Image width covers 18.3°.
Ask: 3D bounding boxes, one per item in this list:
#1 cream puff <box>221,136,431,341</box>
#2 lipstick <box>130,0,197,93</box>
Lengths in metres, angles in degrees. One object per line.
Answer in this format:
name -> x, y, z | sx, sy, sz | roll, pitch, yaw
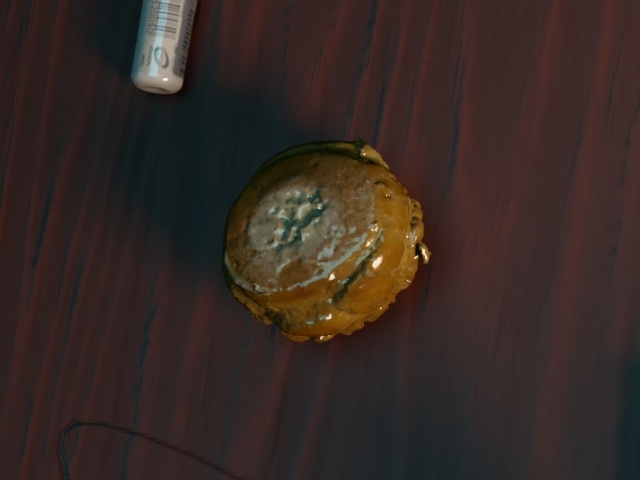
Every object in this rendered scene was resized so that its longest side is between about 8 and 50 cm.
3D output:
cream puff -> 0.002, 0.004, 1.343 | 0.144, 0.103, 0.126 | -27, 61, 8
lipstick -> -0.108, -0.177, 1.437 | 0.040, 0.040, 0.141 | 6, 81, 16
